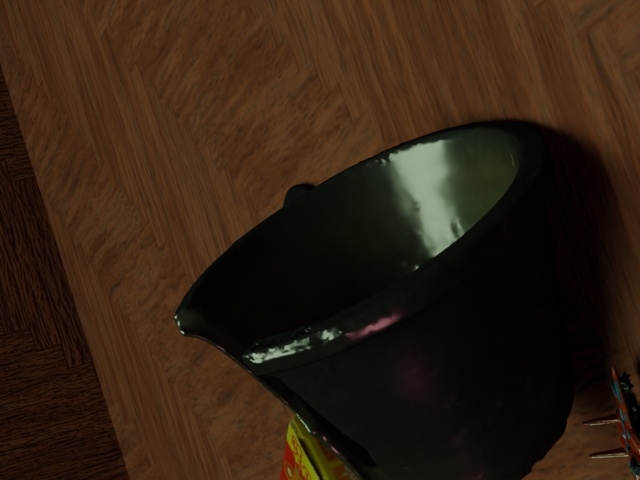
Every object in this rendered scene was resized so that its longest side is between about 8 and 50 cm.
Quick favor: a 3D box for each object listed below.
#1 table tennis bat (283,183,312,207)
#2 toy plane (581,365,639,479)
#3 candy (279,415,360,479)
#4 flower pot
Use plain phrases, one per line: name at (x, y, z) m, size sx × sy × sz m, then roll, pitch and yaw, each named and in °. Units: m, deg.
table tennis bat at (0.000, 0.000, 2.026) m, size 0.236 × 0.027 × 0.150 m, roll 160°, pitch 95°, yaw -70°
toy plane at (0.271, 0.173, 1.395) m, size 0.189 × 0.061 × 0.130 m, roll -153°, pitch 51°, yaw -80°
candy at (0.010, 0.347, 2.150) m, size 0.146 × 0.088 × 0.276 m, roll 57°, pitch 152°, yaw 35°
flower pot at (0.092, 0.083, 1.518) m, size 0.251 × 0.379 × 0.379 m, roll 59°, pitch 163°, yaw -17°
